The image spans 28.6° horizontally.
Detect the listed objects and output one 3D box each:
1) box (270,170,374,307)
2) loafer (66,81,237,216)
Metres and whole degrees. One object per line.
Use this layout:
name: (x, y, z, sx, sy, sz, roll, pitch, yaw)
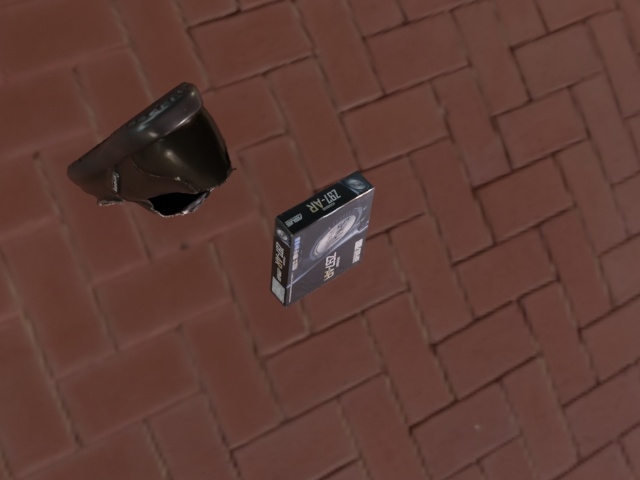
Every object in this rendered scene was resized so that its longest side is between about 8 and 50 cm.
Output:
box: (0.000, 0.000, 0.809, 0.067, 0.083, 0.018, -30, 62, -25)
loafer: (-0.120, -0.047, 0.886, 0.080, 0.220, 0.078, -38, 99, -17)
